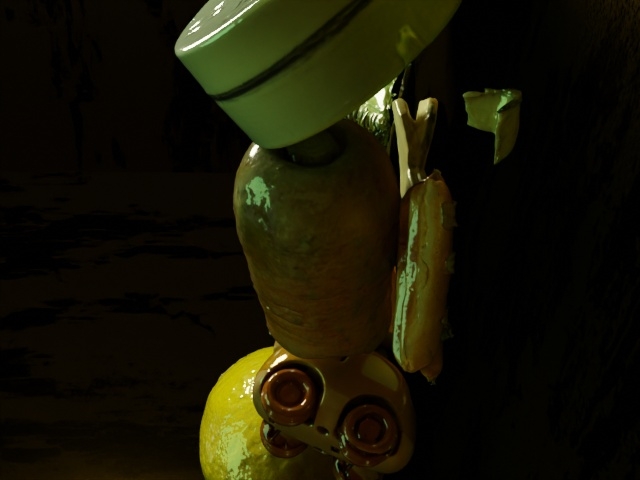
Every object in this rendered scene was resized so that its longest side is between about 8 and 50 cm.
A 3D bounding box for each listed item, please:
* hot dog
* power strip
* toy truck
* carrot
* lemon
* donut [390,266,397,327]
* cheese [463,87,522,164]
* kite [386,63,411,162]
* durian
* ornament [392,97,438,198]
[{"bbox_3d":[0.131,0.045,1.185,0.109,0.072,0.269,-120,32,-85],"label":"hot dog"},{"bbox_3d":[-0.007,-0.277,1.143,0.161,0.357,0.357,47,-166,-22],"label":"power strip"},{"bbox_3d":[0.020,0.237,1.464,0.204,0.288,0.211,96,-162,-59],"label":"toy truck"},{"bbox_3d":[0.000,0.000,1.296,0.224,0.224,0.340,-94,1,-47],"label":"carrot"},{"bbox_3d":[-0.041,0.367,1.686,0.364,0.364,0.364,180,90,-86],"label":"lemon"},{"bbox_3d":[0.094,0.108,1.657,0.174,0.075,0.190,100,165,-59],"label":"donut"},{"bbox_3d":[0.167,-0.117,0.911,0.084,0.042,0.060,-124,24,-55],"label":"cheese"},{"bbox_3d":[0.101,-0.096,1.542,0.368,0.014,0.405,-51,-26,-80],"label":"kite"},{"bbox_3d":[0.092,-0.267,1.693,0.198,0.163,0.394,-46,20,16],"label":"durian"},{"bbox_3d":[0.129,-0.090,1.324,0.180,0.059,0.201,155,114,-87],"label":"ornament"}]
